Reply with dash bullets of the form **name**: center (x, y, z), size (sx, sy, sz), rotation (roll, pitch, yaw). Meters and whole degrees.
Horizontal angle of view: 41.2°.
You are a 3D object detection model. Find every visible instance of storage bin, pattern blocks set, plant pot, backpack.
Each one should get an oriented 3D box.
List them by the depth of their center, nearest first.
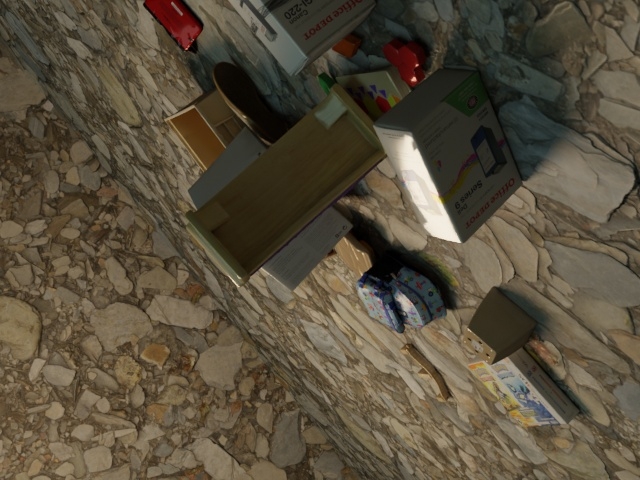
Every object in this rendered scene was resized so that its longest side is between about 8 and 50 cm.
- **pattern blocks set**: center (0.112, -0.232, 1.453), size (0.325, 0.026, 0.285), rotation (20, 146, 54)
- **plant pot**: center (0.336, 0.175, 1.642), size (0.109, 0.096, 0.109), rotation (41, 160, 20)
- **backpack**: center (0.184, 0.127, 1.854), size (0.173, 0.117, 0.158), rotation (29, 152, 43)
- **storage bin**: center (-0.216, -0.233, 2.027), size (0.260, 0.123, 0.262), rotation (54, 160, -15)

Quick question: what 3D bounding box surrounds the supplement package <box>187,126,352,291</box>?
- **supplement package**: center (-0.111, -0.069, 1.832), size (0.262, 0.199, 0.198), rotation (40, -175, -28)

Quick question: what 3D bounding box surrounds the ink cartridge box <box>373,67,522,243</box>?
- **ink cartridge box**: center (0.196, -0.126, 1.277), size (0.093, 0.154, 0.212), rotation (20, 145, 51)

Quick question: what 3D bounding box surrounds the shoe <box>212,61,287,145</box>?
- **shoe**: center (-0.162, -0.294, 1.861), size (0.219, 0.076, 0.058), rotation (50, 156, -9)

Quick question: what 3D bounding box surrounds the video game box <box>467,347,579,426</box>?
- **video game box**: center (0.421, 0.308, 1.791), size (0.187, 0.048, 0.205), rotation (50, 161, 3)

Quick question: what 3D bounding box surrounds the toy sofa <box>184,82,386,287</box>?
- **toy sofa**: center (-0.055, -0.091, 1.492), size (0.150, 0.362, 0.177), rotation (48, 173, 3)

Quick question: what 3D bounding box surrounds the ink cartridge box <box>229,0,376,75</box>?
- **ink cartridge box**: center (-0.046, -0.386, 1.299), size (0.218, 0.158, 0.092), rotation (51, 161, -7)

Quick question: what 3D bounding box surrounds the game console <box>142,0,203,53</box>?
- **game console**: center (-0.317, -0.498, 1.904), size (0.144, 0.085, 0.124), rotation (48, 130, -1)

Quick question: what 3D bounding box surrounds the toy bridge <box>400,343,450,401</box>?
- **toy bridge**: center (0.277, 0.342, 2.204), size (0.188, 0.026, 0.063), rotation (53, 158, -12)

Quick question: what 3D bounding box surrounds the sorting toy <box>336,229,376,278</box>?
- **sorting toy**: center (0.084, 0.029, 1.979), size (0.193, 0.038, 0.208), rotation (46, 169, 43)

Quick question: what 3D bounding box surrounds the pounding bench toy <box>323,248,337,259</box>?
- **pounding bench toy**: center (0.000, 0.000, 2.106), size (0.065, 0.052, 0.083), rotation (71, 177, -50)
